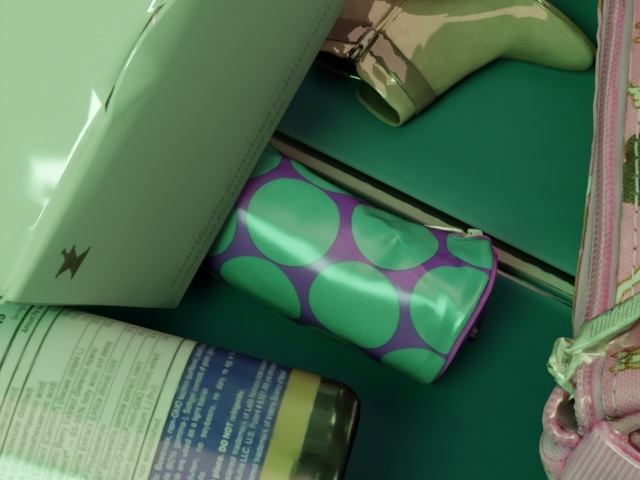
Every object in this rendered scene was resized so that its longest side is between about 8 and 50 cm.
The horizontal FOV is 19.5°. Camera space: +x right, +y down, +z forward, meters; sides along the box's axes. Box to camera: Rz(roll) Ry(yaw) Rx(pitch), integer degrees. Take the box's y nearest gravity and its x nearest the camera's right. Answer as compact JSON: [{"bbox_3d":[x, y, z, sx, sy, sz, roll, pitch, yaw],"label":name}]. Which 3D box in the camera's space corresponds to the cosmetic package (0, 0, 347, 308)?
[{"bbox_3d":[-0.182,-0.144,0.730,0.366,0.155,0.197,33,97,17],"label":"cosmetic package"}]

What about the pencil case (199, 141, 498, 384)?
[{"bbox_3d":[0.000,0.000,0.785,0.152,0.064,0.070,27,75,8],"label":"pencil case"}]

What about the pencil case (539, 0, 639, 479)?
[{"bbox_3d":[0.187,-0.048,0.789,0.160,0.167,0.386,-7,54,25],"label":"pencil case"}]

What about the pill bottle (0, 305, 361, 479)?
[{"bbox_3d":[-0.104,0.084,0.686,0.219,0.123,0.122,15,58,2],"label":"pill bottle"}]

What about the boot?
[{"bbox_3d":[0.058,-0.087,0.864,0.118,0.042,0.087,32,66,13],"label":"boot"}]
